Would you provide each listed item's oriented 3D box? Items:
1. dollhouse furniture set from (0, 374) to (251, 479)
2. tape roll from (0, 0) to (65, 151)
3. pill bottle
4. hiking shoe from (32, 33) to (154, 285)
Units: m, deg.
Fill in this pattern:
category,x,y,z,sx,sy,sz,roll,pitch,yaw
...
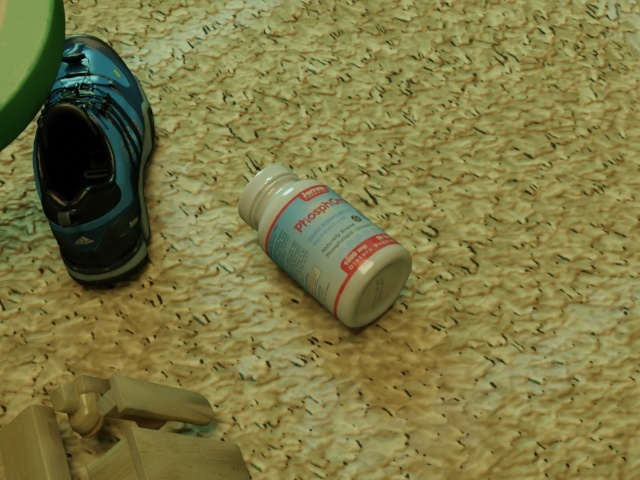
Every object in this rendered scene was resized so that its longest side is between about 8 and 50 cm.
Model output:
category,x,y,z,sx,sy,sz,roll,pitch,yaw
dollhouse furniture set,-0.166,0.191,0.869,0.151,0.123,0.144,-40,54,22
tape roll,-0.399,-0.208,0.931,0.321,0.077,0.321,1,76,-5
pill bottle,0.000,0.000,0.939,0.087,0.087,0.160,-40,61,-19
hiking shoe,-0.224,-0.110,1.011,0.113,0.132,0.304,-14,56,-3
